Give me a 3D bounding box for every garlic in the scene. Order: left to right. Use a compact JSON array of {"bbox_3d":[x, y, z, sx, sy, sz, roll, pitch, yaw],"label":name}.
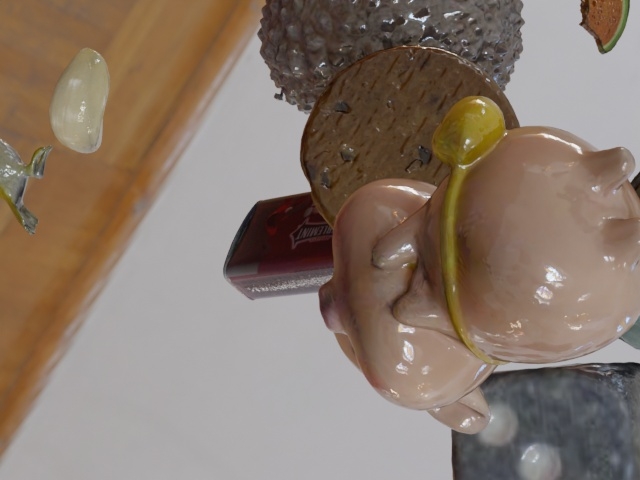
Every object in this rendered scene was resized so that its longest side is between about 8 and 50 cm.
[{"bbox_3d":[-0.179,-0.097,1.167,0.053,0.041,0.083,-76,175,-47],"label":"garlic"}]

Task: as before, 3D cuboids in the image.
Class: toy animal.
[{"bbox_3d":[-0.321,-0.088,1.593,0.219,0.095,0.155,-3,103,-82],"label":"toy animal"},{"bbox_3d":[0.097,0.012,0.929,0.149,0.165,0.248,9,159,-31],"label":"toy animal"}]

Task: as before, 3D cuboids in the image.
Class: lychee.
[{"bbox_3d":[0.076,-0.246,1.703,0.300,0.300,0.300,-45,156,-26],"label":"lychee"}]

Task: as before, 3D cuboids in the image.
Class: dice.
[{"bbox_3d":[0.232,0.210,1.482,0.181,0.182,0.183,11,75,-69],"label":"dice"}]

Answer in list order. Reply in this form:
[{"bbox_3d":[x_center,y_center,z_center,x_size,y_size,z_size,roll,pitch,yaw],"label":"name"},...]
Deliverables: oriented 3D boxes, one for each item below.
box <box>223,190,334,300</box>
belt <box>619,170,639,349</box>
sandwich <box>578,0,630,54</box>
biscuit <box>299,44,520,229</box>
[{"bbox_3d":[0.000,0.000,1.709,0.069,0.224,0.120,43,60,-30],"label":"box"},{"bbox_3d":[0.367,-0.008,1.558,0.257,0.150,0.207,-51,-178,1],"label":"belt"},{"bbox_3d":[0.297,-0.268,1.675,0.067,0.135,0.029,-15,-175,-23],"label":"sandwich"},{"bbox_3d":[0.085,-0.084,1.452,0.212,0.212,0.036,-50,174,-14],"label":"biscuit"}]
